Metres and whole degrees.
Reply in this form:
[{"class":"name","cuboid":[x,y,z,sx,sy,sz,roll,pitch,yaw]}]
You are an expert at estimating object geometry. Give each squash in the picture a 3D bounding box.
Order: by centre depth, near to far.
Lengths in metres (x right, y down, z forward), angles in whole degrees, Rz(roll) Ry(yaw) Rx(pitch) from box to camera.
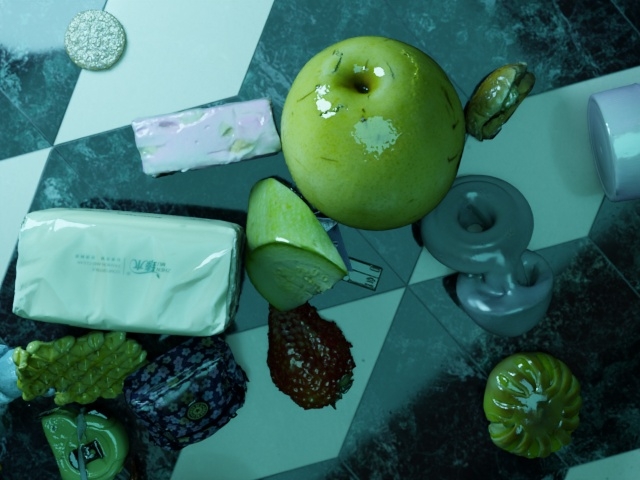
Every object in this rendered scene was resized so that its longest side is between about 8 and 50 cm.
[{"class":"squash","cuboid":[-0.057,-0.006,1.834,0.204,0.237,0.155,40,50,-15]}]

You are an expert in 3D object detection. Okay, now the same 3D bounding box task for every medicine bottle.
[{"class":"medicine bottle","cuboid":[0.678,-0.203,1.827,0.324,0.256,0.256,-10,95,6]}]

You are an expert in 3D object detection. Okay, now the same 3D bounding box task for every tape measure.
[{"class":"tape measure","cuboid":[-0.452,0.403,1.930,0.154,0.087,0.178,-17,98,0]}]

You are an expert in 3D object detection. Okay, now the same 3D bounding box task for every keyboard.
[{"class":"keyboard","cuboid":[0.055,0.057,1.952,0.129,0.015,0.049,18,89,-3]}]

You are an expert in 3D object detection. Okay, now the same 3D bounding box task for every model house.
[{"class":"model house","cuboid":[0.000,0.000,1.888,0.088,0.117,0.167,-18,84,-3]}]

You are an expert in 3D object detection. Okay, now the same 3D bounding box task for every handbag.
[{"class":"handbag","cuboid":[-0.247,0.296,1.875,0.228,0.127,0.208,-32,135,-7]}]

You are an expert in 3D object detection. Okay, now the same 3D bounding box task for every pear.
[{"class":"pear","cuboid":[0.094,-0.191,1.771,0.348,0.348,0.349,0,95,-2]}]

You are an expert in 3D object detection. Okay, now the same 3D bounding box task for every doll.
[{"class":"doll","cuboid":[-0.549,0.259,1.919,0.179,0.075,0.120,-2,98,-1]}]

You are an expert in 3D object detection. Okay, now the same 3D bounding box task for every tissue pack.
[{"class":"tissue pack","cuboid":[-0.333,0.053,1.799,0.380,0.297,0.207,5,91,0]}]

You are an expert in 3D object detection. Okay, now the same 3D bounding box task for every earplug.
[{"class":"earplug","cuboid":[0.321,0.029,1.890,0.214,0.175,0.326,-24,86,-5]}]

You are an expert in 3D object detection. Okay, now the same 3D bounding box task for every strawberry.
[{"class":"strawberry","cuboid":[-0.032,0.225,1.917,0.236,0.107,0.175,40,92,-4]}]

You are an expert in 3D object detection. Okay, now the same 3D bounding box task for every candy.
[{"class":"candy","cuboid":[-0.208,-0.191,1.850,0.265,0.155,0.116,-9,92,-1]}]

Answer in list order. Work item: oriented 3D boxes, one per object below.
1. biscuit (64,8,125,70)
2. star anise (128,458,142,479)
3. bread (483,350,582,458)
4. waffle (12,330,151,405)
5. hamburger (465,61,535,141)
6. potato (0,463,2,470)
[{"class":"biscuit","cuboid":[-0.432,-0.384,1.896,0.120,0.015,0.120,0,94,-2]},{"class":"star anise","cuboid":[-0.395,0.557,1.961,0.157,0.053,0.213,-23,97,-1]},{"class":"bread","cuboid":[0.421,0.325,1.943,0.213,0.105,0.214,0,94,-4]},{"class":"waffle","cuboid":[-0.442,0.242,1.854,0.249,0.261,0.056,-9,55,-10]},{"class":"hamburger","cuboid":[0.341,-0.277,1.888,0.087,0.102,0.176,41,93,8]},{"class":"potato","cuboid":[-0.722,0.382,1.889,0.203,0.178,0.158,-14,79,14]}]
